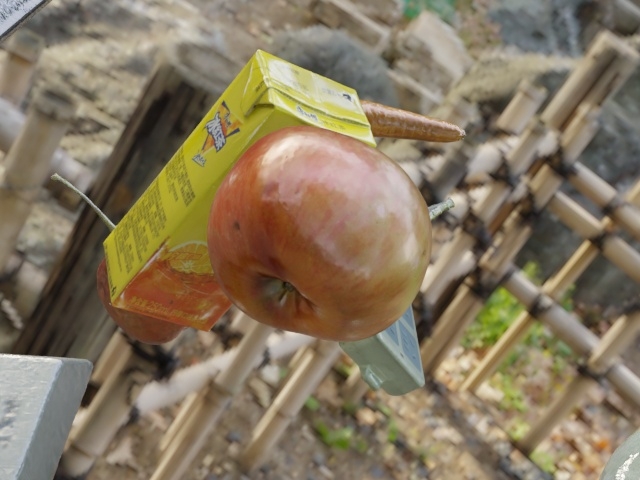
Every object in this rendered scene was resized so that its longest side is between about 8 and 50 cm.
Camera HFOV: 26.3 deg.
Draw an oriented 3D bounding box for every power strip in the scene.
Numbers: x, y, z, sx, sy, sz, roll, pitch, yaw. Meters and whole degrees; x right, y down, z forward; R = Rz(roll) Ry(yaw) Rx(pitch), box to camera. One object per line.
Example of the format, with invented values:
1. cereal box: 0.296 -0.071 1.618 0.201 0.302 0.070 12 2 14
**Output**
1. power strip: 0.052 0.035 1.427 0.118 0.046 0.270 46 27 -42

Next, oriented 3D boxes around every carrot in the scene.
1. carrot: 0.084 -0.173 1.992 0.271 0.066 0.062 3 74 -29

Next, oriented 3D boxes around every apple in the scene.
1. apple: 0.000 0.000 1.238 0.209 0.209 0.164 33 51 -3

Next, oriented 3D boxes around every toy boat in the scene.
1. toy boat: 0.129 -0.028 1.785 0.115 0.063 0.016 -33 101 -58

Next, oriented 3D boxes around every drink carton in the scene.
1. drink carton: -0.105 -0.051 1.624 0.154 0.351 0.111 18 39 -35

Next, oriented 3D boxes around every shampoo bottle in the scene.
1. shampoo bottle: -0.453 -0.343 1.940 0.098 0.071 0.309 50 37 -15

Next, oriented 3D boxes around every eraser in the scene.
1. eraser: -0.324 0.228 1.300 0.111 0.077 0.353 1 46 13

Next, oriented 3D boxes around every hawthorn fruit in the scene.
1. hawthorn fruit: -0.262 0.011 1.908 0.285 0.165 0.165 61 21 -23

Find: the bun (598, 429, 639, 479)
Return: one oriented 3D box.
1. bun: 0.420 0.331 1.355 0.354 0.194 0.354 53 10 -13
